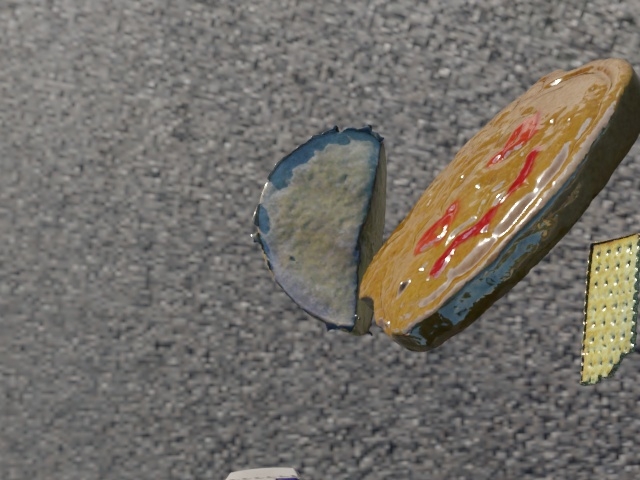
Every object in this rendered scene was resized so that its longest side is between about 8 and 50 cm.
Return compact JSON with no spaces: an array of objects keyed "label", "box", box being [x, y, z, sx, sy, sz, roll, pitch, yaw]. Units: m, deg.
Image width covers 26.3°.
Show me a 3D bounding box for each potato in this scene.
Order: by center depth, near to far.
[{"label":"potato","box":[0.000,0.000,1.507,0.138,0.098,0.243,3,65,14]}]

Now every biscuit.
[{"label":"biscuit","box":[0.135,-0.036,1.068,0.273,0.049,0.257,-47,13,1]},{"label":"biscuit","box":[0.394,0.094,1.861,0.144,0.016,0.203,156,121,-69]}]

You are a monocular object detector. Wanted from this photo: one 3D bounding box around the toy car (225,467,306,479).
[{"label":"toy car","box":[-0.039,0.201,0.877,0.089,0.210,0.108,-2,81,2]}]
